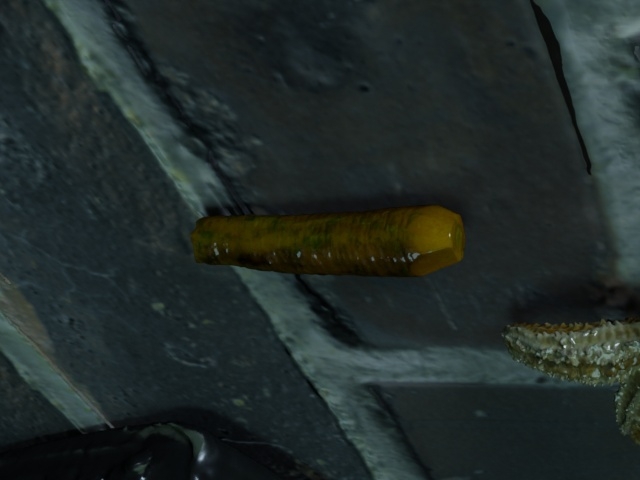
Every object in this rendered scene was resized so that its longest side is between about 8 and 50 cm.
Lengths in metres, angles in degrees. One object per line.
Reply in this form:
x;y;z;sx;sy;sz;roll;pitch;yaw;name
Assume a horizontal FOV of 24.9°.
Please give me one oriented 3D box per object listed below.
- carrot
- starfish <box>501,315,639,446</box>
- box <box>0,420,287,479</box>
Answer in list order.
0.000;0.000;0.835;0.170;0.042;0.042;1;145;25;carrot
0.216;0.069;0.830;0.238;0.071;0.216;9;142;22;starfish
-0.112;0.281;1.268;0.359;0.091;0.350;-15;137;42;box
